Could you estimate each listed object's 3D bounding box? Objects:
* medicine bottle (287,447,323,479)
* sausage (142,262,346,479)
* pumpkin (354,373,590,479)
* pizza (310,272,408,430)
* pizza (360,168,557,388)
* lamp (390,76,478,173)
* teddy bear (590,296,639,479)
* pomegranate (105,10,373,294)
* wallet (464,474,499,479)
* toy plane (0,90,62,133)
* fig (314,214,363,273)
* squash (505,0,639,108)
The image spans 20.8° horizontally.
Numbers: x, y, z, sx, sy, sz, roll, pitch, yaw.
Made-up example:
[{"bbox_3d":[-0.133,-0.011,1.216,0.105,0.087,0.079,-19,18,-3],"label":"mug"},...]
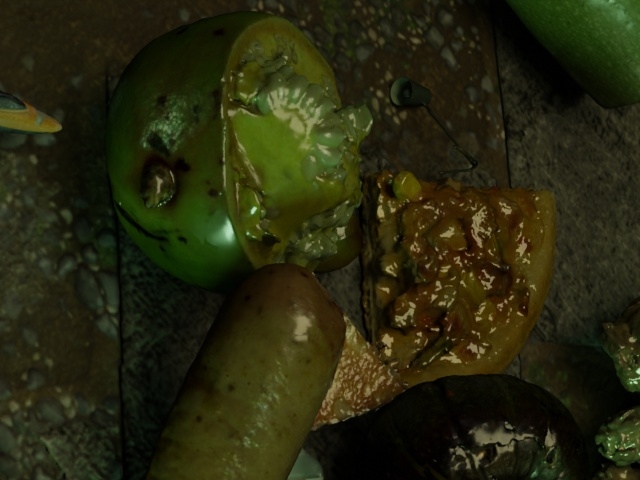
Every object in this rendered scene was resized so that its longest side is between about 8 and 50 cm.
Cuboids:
[{"bbox_3d":[-0.039,0.243,1.633,0.090,0.053,0.209,2,91,-34],"label":"medicine bottle"},{"bbox_3d":[-0.101,0.258,1.501,0.123,0.136,0.501,22,86,-65],"label":"sausage"},{"bbox_3d":[0.151,0.241,1.702,0.238,0.238,0.159,37,14,-24],"label":"pumpkin"},{"bbox_3d":[-0.008,0.132,1.708,0.193,0.053,0.201,27,76,-23],"label":"pizza"},{"bbox_3d":[0.166,0.057,1.864,0.268,0.087,0.258,5,77,-39],"label":"pizza"},{"bbox_3d":[0.125,-0.126,1.892,0.054,0.041,0.121,8,44,-47],"label":"lamp"},{"bbox_3d":[0.402,0.180,1.964,0.267,0.156,0.256,-16,85,-39],"label":"teddy bear"},{"bbox_3d":[-0.066,-0.082,1.628,0.340,0.260,0.260,-15,86,-70],"label":"pomegranate"},{"bbox_3d":[0.083,0.302,1.617,0.042,0.195,0.161,-100,-179,-60],"label":"wallet"},{"bbox_3d":[-0.367,-0.129,1.486,0.316,0.103,0.204,20,53,-44],"label":"toy plane"},{"bbox_3d":[0.000,0.000,1.756,0.088,0.074,0.074,-33,99,-19],"label":"fig"},{"bbox_3d":[0.298,-0.368,1.978,0.384,0.263,0.263,46,54,-18],"label":"squash"}]
